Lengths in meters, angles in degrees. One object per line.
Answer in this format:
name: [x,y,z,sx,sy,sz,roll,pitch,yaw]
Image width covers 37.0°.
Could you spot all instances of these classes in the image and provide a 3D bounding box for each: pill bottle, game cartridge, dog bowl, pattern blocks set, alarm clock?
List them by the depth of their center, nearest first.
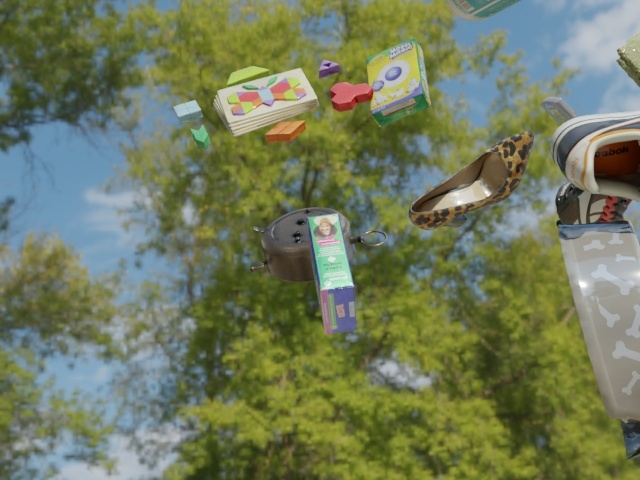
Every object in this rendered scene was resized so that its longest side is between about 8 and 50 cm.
alarm clock: [0.000,0.000,1.356,0.191,0.129,0.064,-3,-59,11]
dog bowl: [0.435,0.130,1.361,0.102,0.349,0.349,-17,-29,16]
pattern blocks set: [-0.098,-0.258,1.755,0.324,0.285,0.026,-26,-51,-18]
game cartridge: [0.453,-0.252,1.831,0.017,0.056,0.083,-44,9,-3]
pill bottle: [0.351,-0.524,1.835,0.146,0.146,0.264,5,-5,-21]

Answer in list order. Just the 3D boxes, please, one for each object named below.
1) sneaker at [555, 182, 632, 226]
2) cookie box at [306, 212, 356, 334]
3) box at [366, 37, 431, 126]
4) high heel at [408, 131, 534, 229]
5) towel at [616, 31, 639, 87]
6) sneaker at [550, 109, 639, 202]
sneaker: [0.475,-0.078,1.651,0.097,0.135,0.276,-42,-26,-25]
cookie box: [0.013,0.038,1.098,0.040,0.107,0.092,-9,-38,-3]
box: [0.141,-0.299,1.756,0.105,0.179,0.043,-21,-45,20]
high heel: [0.285,-0.114,1.811,0.186,0.093,0.261,1,-43,-52]
towel: [0.571,-0.286,1.629,0.110,0.148,0.027,-40,0,-38]
sneaker: [0.487,-0.127,1.302,0.321,0.127,0.126,-15,-59,5]
